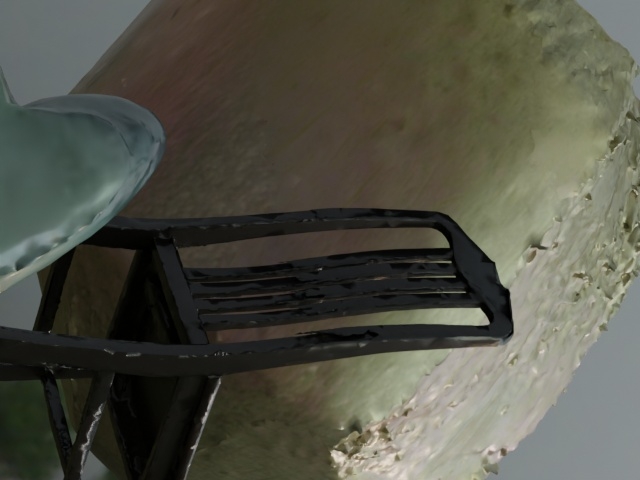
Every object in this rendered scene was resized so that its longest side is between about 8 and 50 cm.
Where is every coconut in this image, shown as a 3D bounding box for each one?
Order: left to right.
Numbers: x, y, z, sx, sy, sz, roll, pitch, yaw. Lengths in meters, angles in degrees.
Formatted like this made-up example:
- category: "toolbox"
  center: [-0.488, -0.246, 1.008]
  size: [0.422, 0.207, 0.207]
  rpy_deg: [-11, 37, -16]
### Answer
- category: "coconut"
  center: [0.000, 0.000, 0.873]
  size: [0.297, 0.309, 0.297]
  rpy_deg: [38, 0, 0]

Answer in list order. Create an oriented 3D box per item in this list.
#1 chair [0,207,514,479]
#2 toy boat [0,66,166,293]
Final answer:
- category: "chair"
  center: [-0.038, 0.045, 0.681]
  size: [0.084, 0.212, 0.101]
  rpy_deg: [-112, -146, -41]
- category: "toy boat"
  center: [-0.136, -0.035, 0.331]
  size: [0.079, 0.208, 0.134]
  rpy_deg: [-167, -117, -68]
